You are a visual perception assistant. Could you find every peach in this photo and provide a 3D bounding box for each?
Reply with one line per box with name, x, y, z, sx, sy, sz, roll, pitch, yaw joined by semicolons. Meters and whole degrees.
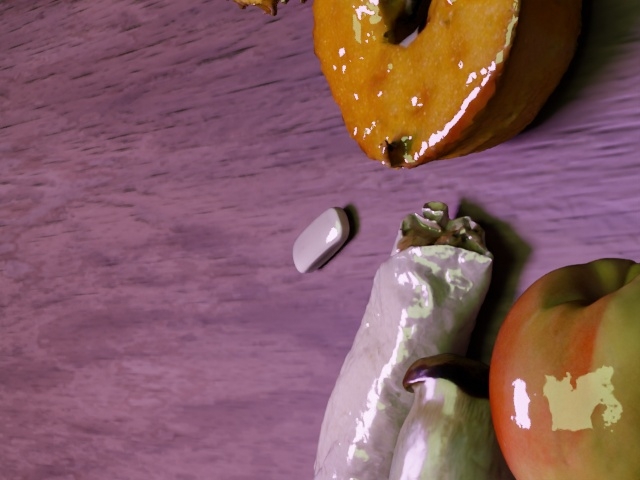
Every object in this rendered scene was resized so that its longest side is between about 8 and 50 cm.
peach;0.195;0.101;1.195;0.184;0.184;0.184;4;95;57

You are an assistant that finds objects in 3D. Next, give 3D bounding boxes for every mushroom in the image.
mushroom;0.098;0.247;1.417;0.107;0.087;0.333;10;104;24

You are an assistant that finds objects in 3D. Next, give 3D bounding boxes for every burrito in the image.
burrito;0.047;0.149;1.516;0.117;0.076;0.392;52;131;51

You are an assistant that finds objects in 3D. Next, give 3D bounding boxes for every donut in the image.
donut;0.088;-0.174;1.395;0.253;0.118;0.253;8;99;60

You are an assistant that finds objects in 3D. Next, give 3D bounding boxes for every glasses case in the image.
glasses case;0.000;0.000;1.627;0.083;0.021;0.032;-45;54;49

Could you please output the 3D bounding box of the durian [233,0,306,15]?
durian;-0.031;-0.286;1.593;0.341;0.112;0.191;-6;96;66
